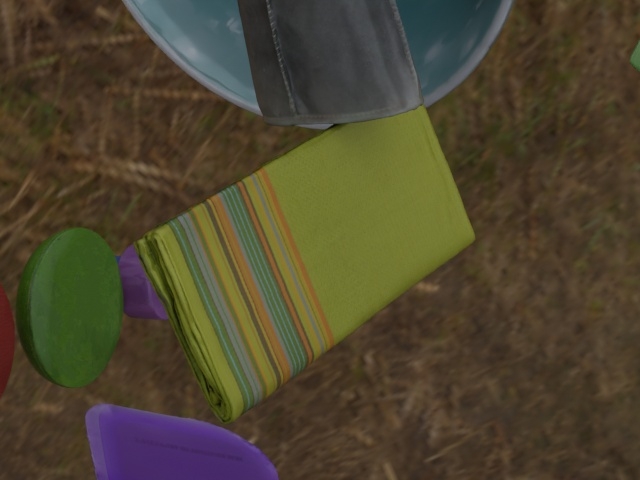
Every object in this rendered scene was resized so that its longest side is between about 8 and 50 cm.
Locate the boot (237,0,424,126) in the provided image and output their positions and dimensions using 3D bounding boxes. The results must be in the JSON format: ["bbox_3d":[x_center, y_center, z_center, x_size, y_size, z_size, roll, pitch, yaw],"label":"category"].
[{"bbox_3d":[-0.040,-0.165,0.964,0.076,0.189,0.209,-37,123,-37],"label":"boot"}]

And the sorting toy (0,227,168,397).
[{"bbox_3d":[-0.253,0.056,1.430,0.365,0.126,0.127,-19,108,-62],"label":"sorting toy"}]

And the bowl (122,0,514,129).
[{"bbox_3d":[0.015,-0.242,1.145,0.311,0.311,0.163,48,38,-2],"label":"bowl"}]

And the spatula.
[{"bbox_3d":[-0.042,0.175,0.669,0.084,0.030,0.296,12,44,-21],"label":"spatula"}]

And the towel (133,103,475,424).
[{"bbox_3d":[0.000,0.000,0.940,0.237,0.021,0.102,-33,106,-48],"label":"towel"}]

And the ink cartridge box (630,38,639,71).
[{"bbox_3d":[0.317,-0.035,0.651,0.353,0.119,0.207,40,42,21],"label":"ink cartridge box"}]
